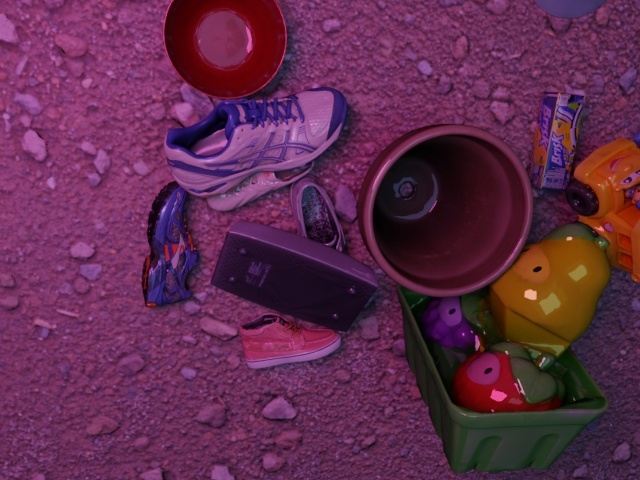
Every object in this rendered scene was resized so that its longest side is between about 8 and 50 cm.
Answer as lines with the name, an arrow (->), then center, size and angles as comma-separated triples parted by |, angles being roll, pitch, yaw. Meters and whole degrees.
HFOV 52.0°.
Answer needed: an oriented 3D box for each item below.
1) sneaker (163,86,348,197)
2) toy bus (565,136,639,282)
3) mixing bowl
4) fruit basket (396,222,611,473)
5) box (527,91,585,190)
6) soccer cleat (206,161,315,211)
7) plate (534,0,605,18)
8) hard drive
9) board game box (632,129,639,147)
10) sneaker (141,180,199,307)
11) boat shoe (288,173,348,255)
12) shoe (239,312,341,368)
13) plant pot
sneaker -> -0.094, -0.166, 1.005 | 0.297, 0.131, 0.111 | -28, 64, -4
toy bus -> 0.549, -0.038, 1.125 | 0.150, 0.211, 0.220 | -31, 127, -12
mixing bowl -> -0.147, -0.311, 1.012 | 0.182, 0.098, 0.181 | -2, 104, -9
fruit basket -> 0.299, 0.138, 1.067 | 0.283, 0.392, 0.391 | 1, 104, -10
box -> 0.416, -0.177, 1.167 | 0.054, 0.059, 0.168 | 4, 104, -13
soccer cleat -> -0.100, -0.104, 1.086 | 0.196, 0.076, 0.068 | -26, 107, -2
plate -> 0.433, -0.475, 1.111 | 0.188, 0.024, 0.188 | -2, 106, -9
hard drive -> -0.045, 0.059, 1.102 | 0.255, 0.054, 0.172 | 20, 139, -6
board game box -> 0.663, -0.124, 1.144 | 0.160, 0.211, 0.039 | 41, 95, -17
sneaker -> -0.244, 0.006, 1.098 | 0.087, 0.083, 0.221 | 4, 110, -25
boat shoe -> 0.001, -0.001, 1.127 | 0.079, 0.081, 0.227 | -20, 107, -4
shoe -> -0.054, 0.170, 1.171 | 0.178, 0.063, 0.081 | -12, 111, -2
plant pot -> 0.174, -0.066, 1.064 | 0.263, 0.229, 0.262 | -2, 105, -9
